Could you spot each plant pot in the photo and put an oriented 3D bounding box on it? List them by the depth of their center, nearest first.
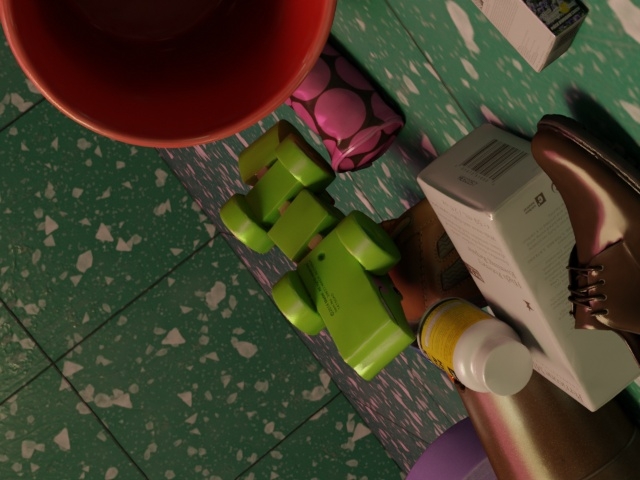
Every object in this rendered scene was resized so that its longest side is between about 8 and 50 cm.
[{"bbox_3d":[-0.144,-0.242,1.127,0.275,0.275,0.243,56,180,-25],"label":"plant pot"},{"bbox_3d":[0.222,0.179,1.255,0.165,0.167,0.167,60,169,-7],"label":"plant pot"}]

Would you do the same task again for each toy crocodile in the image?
[{"bbox_3d":[0.000,0.000,1.253,0.105,0.115,0.340,29,-161,-44],"label":"toy crocodile"}]

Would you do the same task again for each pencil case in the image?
[{"bbox_3d":[-0.012,-0.155,1.284,0.209,0.095,0.098,49,139,19],"label":"pencil case"}]

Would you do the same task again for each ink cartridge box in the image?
[{"bbox_3d":[0.118,-0.167,0.822,0.115,0.029,0.063,51,171,10],"label":"ink cartridge box"}]

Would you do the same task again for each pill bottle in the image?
[{"bbox_3d":[0.135,0.093,1.106,0.065,0.065,0.116,55,170,-22],"label":"pill bottle"}]

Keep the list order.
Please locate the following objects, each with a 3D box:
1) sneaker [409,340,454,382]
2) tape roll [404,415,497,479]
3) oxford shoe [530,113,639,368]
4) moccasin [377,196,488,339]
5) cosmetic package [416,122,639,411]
[{"bbox_3d":[0.157,0.129,1.584,0.221,0.083,0.087,50,179,30],"label":"sneaker"},{"bbox_3d":[0.219,0.326,1.427,0.275,0.275,0.090,56,169,-24],"label":"tape roll"},{"bbox_3d":[0.207,0.015,0.889,0.227,0.096,0.083,54,172,-8],"label":"oxford shoe"},{"bbox_3d":[0.090,0.030,1.358,0.380,0.139,0.147,111,139,-80],"label":"moccasin"},{"bbox_3d":[0.182,0.023,1.061,0.231,0.085,0.117,59,168,-30],"label":"cosmetic package"}]
